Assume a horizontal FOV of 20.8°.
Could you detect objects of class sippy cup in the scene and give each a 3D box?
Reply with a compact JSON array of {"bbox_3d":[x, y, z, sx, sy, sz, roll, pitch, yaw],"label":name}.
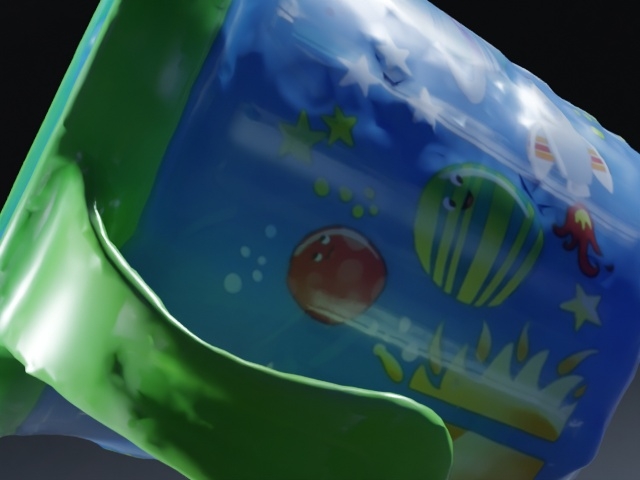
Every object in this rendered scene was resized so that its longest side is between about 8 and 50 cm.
[{"bbox_3d":[0.000,0.000,0.659,0.224,0.240,0.305,25,56,-10],"label":"sippy cup"}]
